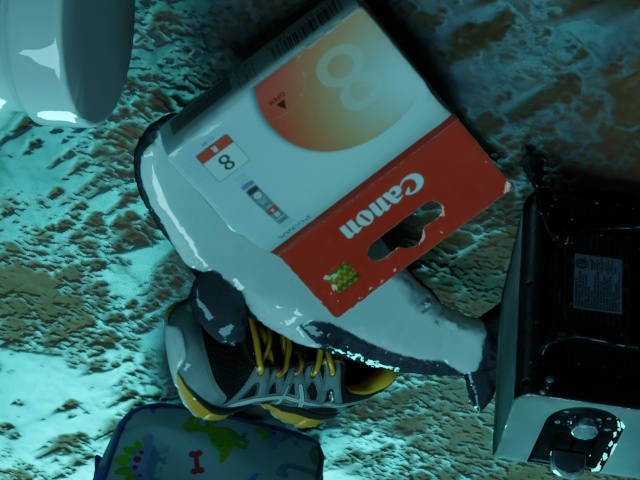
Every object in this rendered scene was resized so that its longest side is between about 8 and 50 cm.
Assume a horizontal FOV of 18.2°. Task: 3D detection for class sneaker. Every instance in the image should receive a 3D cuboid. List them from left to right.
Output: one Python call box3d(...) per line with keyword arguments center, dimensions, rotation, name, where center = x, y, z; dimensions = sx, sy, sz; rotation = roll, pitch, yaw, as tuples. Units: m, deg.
box3d(center=(-0.028, 0.075, 1.339), dimensions=(0.083, 0.084, 0.215), rotation=(-18, 163, 30), name="sneaker")

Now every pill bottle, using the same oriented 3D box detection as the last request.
box3d(center=(-0.248, -0.134, 1.141), dimensions=(0.264, 0.153, 0.153), rotation=(5, 140, 14), name="pill bottle")

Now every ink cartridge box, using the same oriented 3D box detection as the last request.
box3d(center=(0.014, -0.042, 1.189), dimensions=(0.145, 0.045, 0.179), rotation=(-37, 116, 9), name="ink cartridge box")

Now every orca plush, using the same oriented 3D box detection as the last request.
box3d(center=(0.000, 0.000, 1.300), dimensions=(0.287, 0.102, 0.151), rotation=(17, 98, -18), name="orca plush")

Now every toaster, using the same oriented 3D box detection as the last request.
box3d(center=(0.191, 0.056, 1.213), dimensions=(0.168, 0.186, 0.110), rotation=(8, 144, -3), name="toaster")

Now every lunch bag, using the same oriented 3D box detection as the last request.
box3d(center=(-0.095, 0.226, 1.469), dimensions=(0.176, 0.219, 0.090), rotation=(10, 135, 6), name="lunch bag")
